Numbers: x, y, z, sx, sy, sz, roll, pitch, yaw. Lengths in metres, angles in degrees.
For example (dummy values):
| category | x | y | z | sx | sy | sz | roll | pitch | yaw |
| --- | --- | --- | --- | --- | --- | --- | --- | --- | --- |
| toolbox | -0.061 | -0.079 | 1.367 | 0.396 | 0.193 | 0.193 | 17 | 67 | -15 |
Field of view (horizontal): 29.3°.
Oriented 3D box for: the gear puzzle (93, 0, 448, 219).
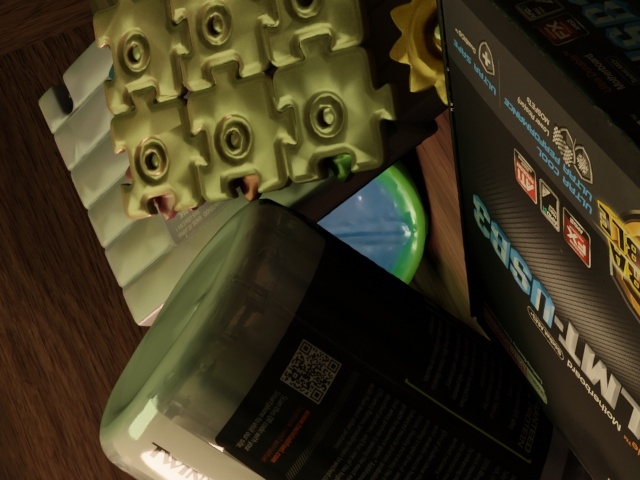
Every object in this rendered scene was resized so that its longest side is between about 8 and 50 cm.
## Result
| category | x | y | z | sx | sy | sz | roll | pitch | yaw |
| --- | --- | --- | --- | --- | --- | --- | --- | --- | --- |
| gear puzzle | -0.016 | -0.121 | 0.826 | 0.339 | 0.044 | 0.176 | -10 | 90 | 37 |

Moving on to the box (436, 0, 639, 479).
| category | x | y | z | sx | sy | sz | roll | pitch | yaw |
| --- | --- | --- | --- | --- | --- | --- | --- | --- | --- |
| box | 0.160 | 0.022 | 0.637 | 0.295 | 0.073 | 0.293 | -121 | 14 | -45 |

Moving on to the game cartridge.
| category | x | y | z | sx | sy | sz | roll | pitch | yaw |
| --- | --- | --- | --- | --- | --- | --- | --- | --- | --- |
| game cartridge | -0.059 | -0.110 | 0.919 | 0.355 | 0.068 | 0.230 | -37 | 76 | 34 |

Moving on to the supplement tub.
| category | x | y | z | sx | sy | sz | roll | pitch | yaw |
| --- | --- | --- | --- | --- | --- | --- | --- | --- | --- |
| supplement tub | 0.040 | 0.140 | 0.835 | 0.338 | 0.207 | 0.207 | 34 | 175 | -10 |

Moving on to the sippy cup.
| category | x | y | z | sx | sy | sz | roll | pitch | yaw |
| --- | --- | --- | --- | --- | --- | --- | --- | --- | --- |
| sippy cup | -0.040 | -0.054 | 1.150 | 0.224 | 0.240 | 0.306 | -108 | 18 | -52 |
